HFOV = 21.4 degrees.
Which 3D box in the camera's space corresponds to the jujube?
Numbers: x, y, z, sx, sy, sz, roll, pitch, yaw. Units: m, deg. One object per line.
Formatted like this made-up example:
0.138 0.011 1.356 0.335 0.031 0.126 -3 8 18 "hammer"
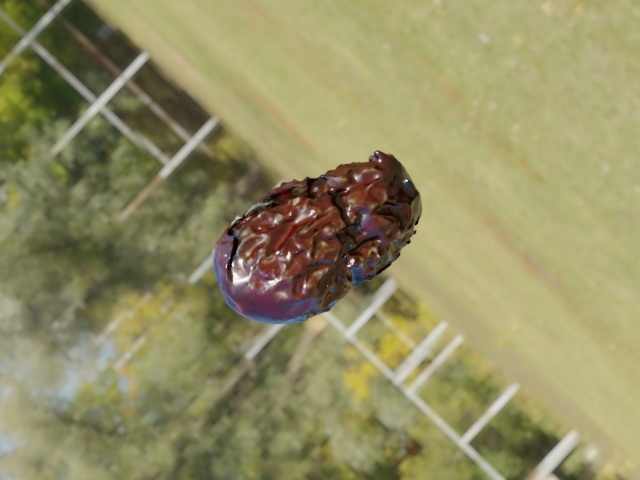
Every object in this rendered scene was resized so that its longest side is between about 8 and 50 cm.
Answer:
0.001 0.003 1.261 0.104 0.166 0.104 157 90 -84 "jujube"
